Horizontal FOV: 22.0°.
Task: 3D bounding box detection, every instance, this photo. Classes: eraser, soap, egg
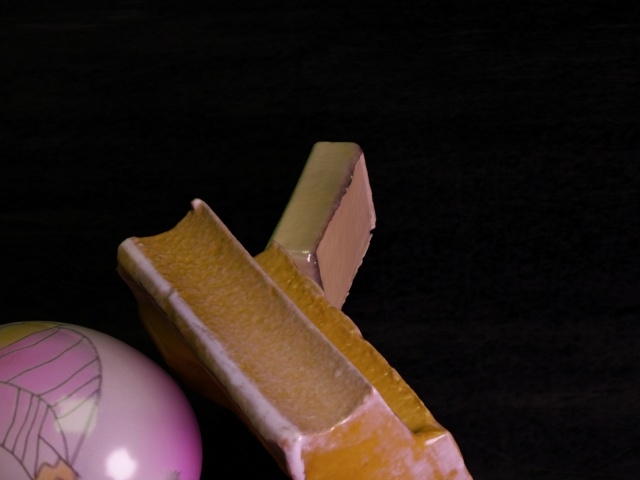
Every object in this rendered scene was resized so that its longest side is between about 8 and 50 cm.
[{"bbox_3d":[0.000,0.000,1.567,0.058,0.117,0.172,6,43,17],"label":"eraser"},{"bbox_3d":[-0.019,0.122,1.315,0.143,0.259,0.281,-39,48,-4],"label":"soap"},{"bbox_3d":[-0.221,0.160,1.366,0.271,0.196,0.196,33,56,30],"label":"egg"}]
